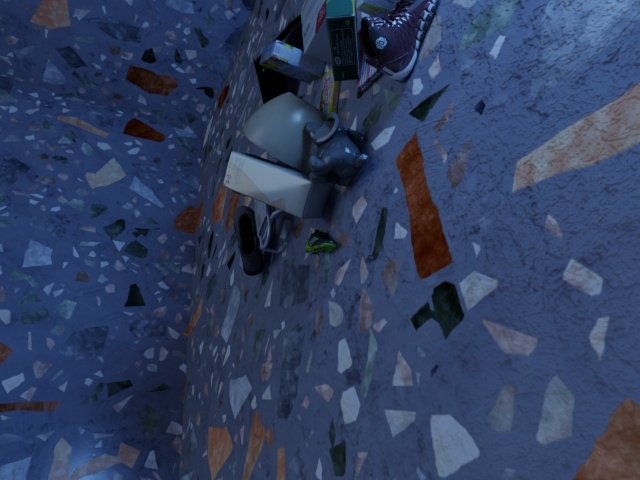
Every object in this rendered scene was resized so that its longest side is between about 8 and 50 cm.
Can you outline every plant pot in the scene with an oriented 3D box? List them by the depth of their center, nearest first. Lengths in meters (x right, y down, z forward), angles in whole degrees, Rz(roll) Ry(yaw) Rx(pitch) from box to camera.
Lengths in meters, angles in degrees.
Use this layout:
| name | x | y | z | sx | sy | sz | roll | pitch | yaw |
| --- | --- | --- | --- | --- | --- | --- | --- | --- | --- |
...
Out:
| name | x | y | z | sx | sy | sz | roll | pitch | yaw |
| --- | --- | --- | --- | --- | --- | --- | --- | --- | --- |
| plant pot | -0.095 | -0.377 | 1.586 | 0.191 | 0.284 | 0.284 | -58 | 29 | 14 |

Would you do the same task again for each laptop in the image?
| name | x | y | z | sx | sy | sz | roll | pitch | yaw |
| --- | --- | --- | --- | --- | --- | --- | --- | --- | --- |
| laptop | -0.136 | -0.817 | 2.173 | 0.382 | 0.236 | 0.407 | 21 | 126 | 66 |

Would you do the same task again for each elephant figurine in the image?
| name | x | y | z | sx | sy | sz | roll | pitch | yaw |
| --- | --- | --- | --- | --- | --- | --- | --- | --- | --- |
| elephant figurine | 0.037 | -0.286 | 1.368 | 0.169 | 0.186 | 0.239 | 80 | -170 | -67 |

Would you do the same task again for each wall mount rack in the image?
| name | x | y | z | sx | sy | sz | roll | pitch | yaw |
| --- | --- | --- | --- | --- | --- | --- | --- | --- | --- |
| wall mount rack | -0.149 | -0.134 | 1.747 | 0.350 | 0.130 | 0.304 | -105 | 33 | -45 |

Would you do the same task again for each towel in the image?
| name | x | y | z | sx | sy | sz | roll | pitch | yaw |
| --- | --- | --- | --- | --- | --- | --- | --- | --- | --- |
| towel | 0.169 | -0.535 | 1.377 | 0.197 | 0.029 | 0.144 | -26 | 53 | 59 |

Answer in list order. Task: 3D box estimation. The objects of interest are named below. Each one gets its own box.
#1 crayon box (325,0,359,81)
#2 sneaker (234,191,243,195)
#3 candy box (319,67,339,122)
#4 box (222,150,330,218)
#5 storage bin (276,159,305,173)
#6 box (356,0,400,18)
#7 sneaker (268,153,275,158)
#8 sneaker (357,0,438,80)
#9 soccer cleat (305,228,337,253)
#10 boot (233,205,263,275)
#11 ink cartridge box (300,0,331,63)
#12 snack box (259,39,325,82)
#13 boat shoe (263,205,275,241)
| name | x | y | z | sx | sy | sz | roll | pitch | yaw |
| --- | --- | --- | --- | --- | --- | --- | --- | --- | --- |
| crayon box | 0.068 | -0.664 | 1.435 | 0.203 | 0.083 | 0.323 | 78 | -168 | -53 |
| sneaker | -0.294 | -0.256 | 2.034 | 0.321 | 0.180 | 0.124 | 38 | 112 | 63 |
| candy box | 0.030 | -0.498 | 1.651 | 0.105 | 0.027 | 0.205 | -19 | 61 | 59 |
| box | -0.139 | -0.178 | 1.517 | 0.311 | 0.148 | 0.121 | 24 | 103 | 24 |
| storage bin | -0.129 | -0.223 | 1.657 | 0.135 | 0.091 | 0.098 | -39 | 42 | 2 |
| box | 0.196 | -0.722 | 1.316 | 0.203 | 0.103 | 0.114 | -15 | 66 | 62 |
| sneaker | -0.164 | -0.442 | 1.963 | 0.226 | 0.086 | 0.163 | -107 | 36 | -50 |
| sneaker | 0.186 | -0.559 | 1.186 | 0.106 | 0.163 | 0.281 | 31 | 106 | 64 |
| soccer cleat | 0.000 | 0.000 | 1.433 | 0.179 | 0.060 | 0.072 | 171 | 111 | -67 |
| boot | -0.287 | -0.048 | 1.901 | 0.222 | 0.118 | 0.338 | 92 | 161 | -59 |
| ink cartridge box | 0.021 | -0.815 | 1.720 | 0.197 | 0.114 | 0.272 | -50 | 37 | 46 |
| snack box | -0.108 | -0.679 | 1.816 | 0.174 | 0.207 | 0.070 | 25 | 101 | 66 |
| boat shoe | -0.223 | -0.072 | 1.936 | 0.064 | 0.060 | 0.178 | -48 | 38 | 47 |
